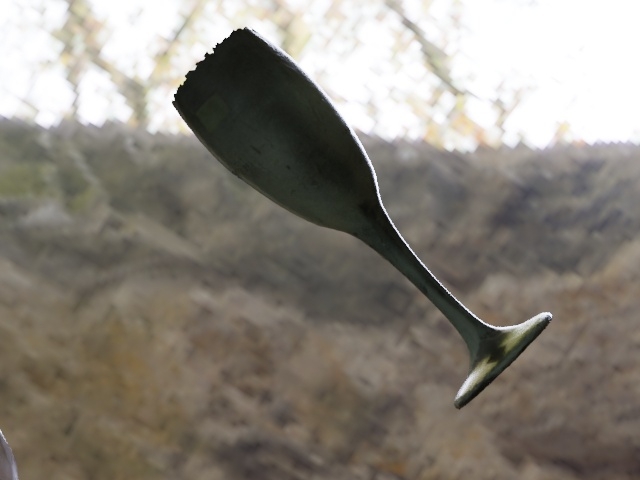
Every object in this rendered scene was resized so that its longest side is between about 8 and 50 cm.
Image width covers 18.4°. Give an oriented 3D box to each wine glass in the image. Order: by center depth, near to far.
[{"bbox_3d":[0.000,0.000,1.356,0.096,0.309,0.264,-45,178,24],"label":"wine glass"}]

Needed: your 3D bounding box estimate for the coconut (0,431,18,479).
[{"bbox_3d":[-0.144,0.060,0.381,0.171,0.171,0.183,-50,-133,14],"label":"coconut"}]
